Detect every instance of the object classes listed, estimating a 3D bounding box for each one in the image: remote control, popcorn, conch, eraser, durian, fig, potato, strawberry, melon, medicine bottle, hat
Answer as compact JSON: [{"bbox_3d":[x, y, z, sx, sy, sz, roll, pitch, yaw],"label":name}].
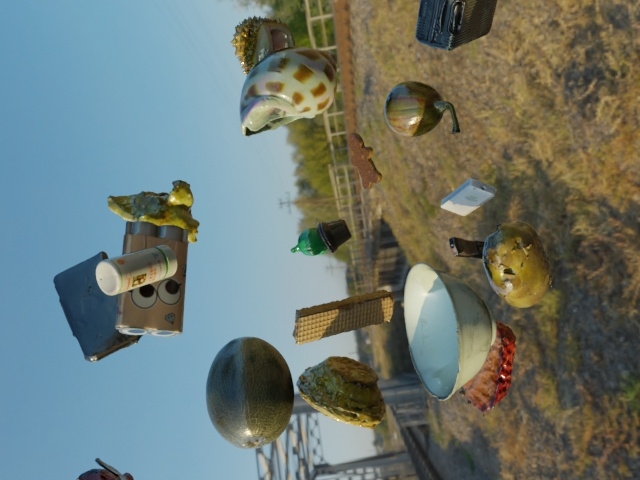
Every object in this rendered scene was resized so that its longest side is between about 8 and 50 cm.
[{"bbox_3d":[0.498,-0.143,2.130,0.250,0.103,0.034,127,162,-73],"label":"remote control"},{"bbox_3d":[-0.631,-0.067,2.421,0.326,0.320,0.290,-121,18,-77],"label":"popcorn"},{"bbox_3d":[-0.077,-0.417,1.723,0.249,0.367,0.197,-38,73,53],"label":"conch"},{"bbox_3d":[-0.444,0.101,1.659,0.087,0.171,0.291,-36,50,57],"label":"eraser"},{"bbox_3d":[-0.167,-0.545,1.831,0.250,0.137,0.183,70,-145,-43],"label":"durian"},{"bbox_3d":[0.244,-0.327,1.546,0.186,0.142,0.148,-14,56,56],"label":"fig"},{"bbox_3d":[0.439,0.024,1.842,0.212,0.028,0.059,5,-110,-50],"label":"remote control"},{"bbox_3d":[0.474,0.055,1.508,0.296,0.141,0.192,30,-114,-50],"label":"potato"},{"bbox_3d":[0.486,0.340,1.869,0.253,0.150,0.281,34,124,54],"label":"strawberry"},{"bbox_3d":[-0.191,0.400,1.690,0.238,0.237,0.302,77,180,-48],"label":"melon"},{"bbox_3d":[-0.443,0.069,1.520,0.183,0.086,0.086,-20,-78,-53],"label":"medicine bottle"},{"bbox_3d":[-0.541,0.649,1.642,0.227,0.140,0.129,34,-110,-76],"label":"hat"}]

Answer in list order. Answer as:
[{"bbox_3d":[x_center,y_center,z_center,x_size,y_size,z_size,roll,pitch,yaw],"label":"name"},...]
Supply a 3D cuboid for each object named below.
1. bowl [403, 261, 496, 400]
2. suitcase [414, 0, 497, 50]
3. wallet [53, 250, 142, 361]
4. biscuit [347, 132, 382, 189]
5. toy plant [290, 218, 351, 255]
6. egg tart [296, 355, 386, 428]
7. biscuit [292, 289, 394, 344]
[{"bbox_3d":[0.310,0.197,1.433,0.313,0.146,0.314,175,90,-77],"label":"bowl"},{"bbox_3d":[0.379,-0.639,1.699,0.312,0.128,0.202,-37,-38,-44],"label":"suitcase"},{"bbox_3d":[-0.693,0.202,1.947,0.378,0.197,0.051,50,162,34],"label":"wallet"},{"bbox_3d":[0.154,-0.289,2.230,0.205,0.031,0.138,65,152,4],"label":"biscuit"},{"bbox_3d":[0.000,0.000,2.027,0.143,0.200,0.105,51,-162,-70],"label":"toy plant"},{"bbox_3d":[0.072,0.412,1.785,0.294,0.293,0.123,-83,15,-80],"label":"egg tart"},{"bbox_3d":[0.070,0.216,1.798,0.054,0.378,0.094,19,112,47],"label":"biscuit"}]
